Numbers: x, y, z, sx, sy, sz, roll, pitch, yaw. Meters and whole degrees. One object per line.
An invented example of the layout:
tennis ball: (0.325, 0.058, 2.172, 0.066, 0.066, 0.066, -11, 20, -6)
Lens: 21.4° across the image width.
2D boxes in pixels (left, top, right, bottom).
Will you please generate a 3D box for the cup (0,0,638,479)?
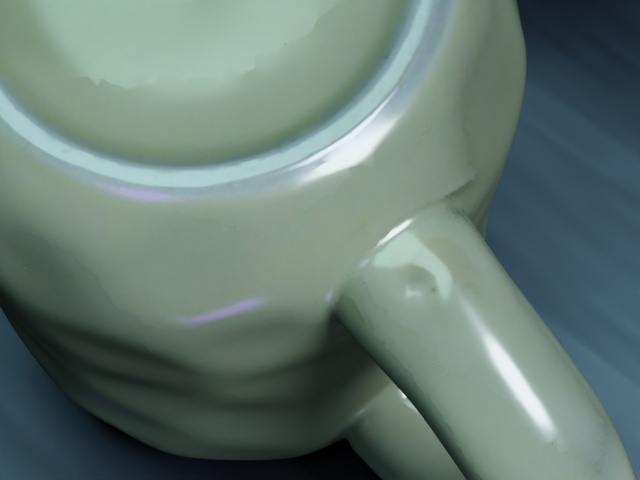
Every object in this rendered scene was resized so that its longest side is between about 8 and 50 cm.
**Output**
cup: (-0.020, 0.003, 0.496, 0.173, 0.202, 0.255, -14, 70, -4)
